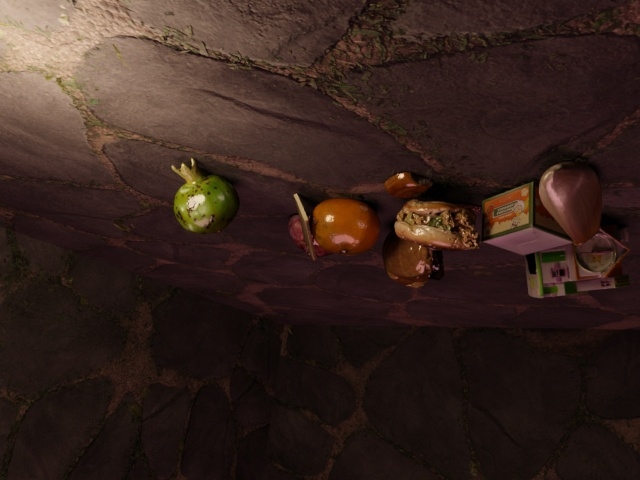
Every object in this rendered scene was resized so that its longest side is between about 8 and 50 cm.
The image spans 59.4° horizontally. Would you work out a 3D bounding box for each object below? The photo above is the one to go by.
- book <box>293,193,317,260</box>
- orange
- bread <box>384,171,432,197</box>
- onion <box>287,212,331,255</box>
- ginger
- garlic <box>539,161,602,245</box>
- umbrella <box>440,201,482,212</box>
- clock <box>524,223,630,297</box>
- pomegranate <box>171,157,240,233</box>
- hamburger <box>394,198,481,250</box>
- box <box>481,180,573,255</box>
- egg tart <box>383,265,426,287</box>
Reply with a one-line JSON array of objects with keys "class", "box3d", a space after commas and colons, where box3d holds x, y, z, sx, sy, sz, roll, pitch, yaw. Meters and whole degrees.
[{"class": "book", "box3d": [-0.050, -0.043, 1.879, 0.016, 0.138, 0.198, -18, 137, -6]}, {"class": "orange", "box3d": [0.080, -0.041, 1.866, 0.240, 0.171, 0.240, 8, 162, 3]}, {"class": "bread", "box3d": [0.259, -0.155, 1.654, 0.126, 0.044, 0.129, 11, 159, -16]}, {"class": "onion", "box3d": [0.000, 0.000, 2.114, 0.227, 0.120, 0.283, 6, 163, 21]}, {"class": "ginger", "box3d": [0.320, 0.042, 1.972, 0.223, 0.200, 0.269, -4, 163, 18]}, {"class": "garlic", "box3d": [0.660, -0.107, 1.468, 0.318, 0.143, 0.112, 44, 173, -32]}, {"class": "umbrella", "box3d": [0.449, -0.103, 1.766, 0.166, 0.025, 0.027, 8, -167, 7]}, {"class": "clock", "box3d": [0.817, 0.048, 1.767, 0.310, 0.234, 0.166, -6, 178, 4]}, {"class": "pomegranate", "box3d": [-0.366, -0.138, 1.761, 0.211, 0.211, 0.262, -4, 118, 32]}, {"class": "hamburger", "box3d": [0.366, -0.042, 1.709, 0.286, 0.146, 0.243, 9, -178, 40]}, {"class": "box", "box3d": [0.601, -0.061, 1.629, 0.178, 0.148, 0.195, 17, 160, -24]}, {"class": "egg tart", "box3d": [0.394, 0.145, 2.450, 0.252, 0.098, 0.232, -4, 155, 43]}]
